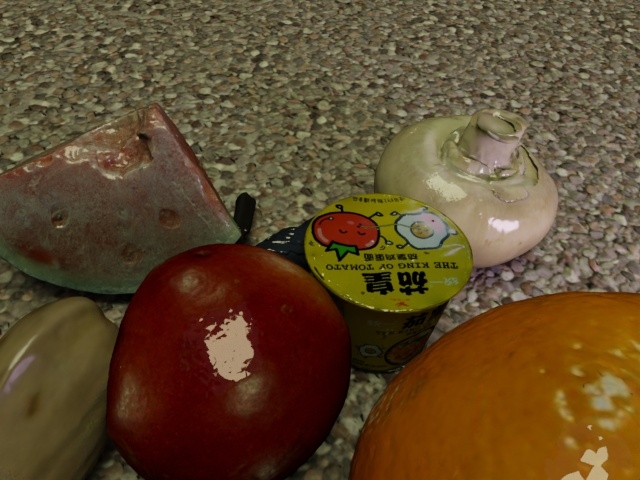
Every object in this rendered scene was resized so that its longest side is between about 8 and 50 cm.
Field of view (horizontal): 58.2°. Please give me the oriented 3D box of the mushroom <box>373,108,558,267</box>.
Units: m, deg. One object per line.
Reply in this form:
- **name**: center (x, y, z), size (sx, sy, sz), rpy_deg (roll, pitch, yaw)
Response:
- **mushroom**: center (0.200, -0.082, 0.768), size (0.246, 0.202, 0.246), rpy_deg (11, 47, -12)

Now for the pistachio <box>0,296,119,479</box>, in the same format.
- **pistachio**: center (-0.273, 0.167, 0.548), size (0.138, 0.153, 0.237), rpy_deg (18, 79, 23)

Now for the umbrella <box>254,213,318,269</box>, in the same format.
- **umbrella**: center (-0.004, -0.007, 0.778), size (0.071, 0.070, 0.248), rpy_deg (37, 51, 25)

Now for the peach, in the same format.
- **peach**: center (-0.087, 0.119, 0.543), size (0.244, 0.200, 0.243), rpy_deg (11, 71, -36)

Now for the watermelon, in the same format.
- **watermelon**: center (-0.256, -0.064, 0.713), size (0.319, 0.226, 0.148), rpy_deg (7, 20, -13)

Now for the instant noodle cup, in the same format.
- **instant noodle cup**: center (0.069, 0.055, 0.667), size (0.182, 0.144, 0.182), rpy_deg (2, 45, -2)

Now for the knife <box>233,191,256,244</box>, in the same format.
- **knife**: center (-0.115, 0.016, 0.741), size (0.028, 0.060, 0.230), rpy_deg (31, 29, -19)

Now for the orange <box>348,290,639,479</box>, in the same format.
- **orange**: center (0.217, 0.226, 0.408), size (0.424, 0.326, 0.423), rpy_deg (1, 50, -2)
